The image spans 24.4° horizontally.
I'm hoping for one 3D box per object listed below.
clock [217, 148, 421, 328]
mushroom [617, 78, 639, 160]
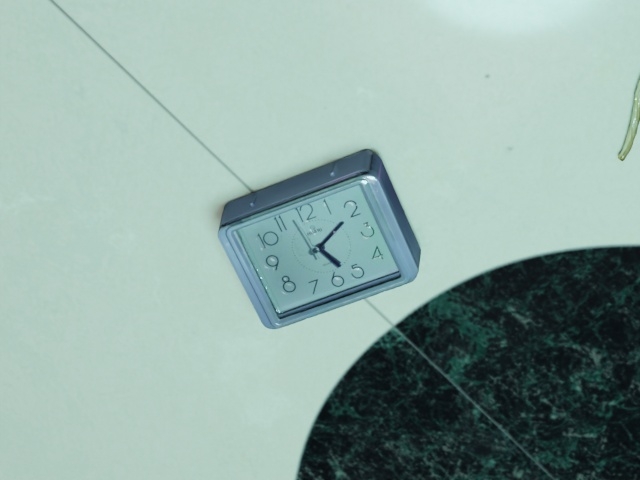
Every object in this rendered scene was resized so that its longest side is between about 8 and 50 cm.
[{"bbox_3d":[0.000,-0.001,1.638,0.193,0.073,0.144,-21,113,14],"label":"clock"},{"bbox_3d":[0.359,-0.211,1.540,0.028,0.026,0.286,18,118,13],"label":"mushroom"}]
